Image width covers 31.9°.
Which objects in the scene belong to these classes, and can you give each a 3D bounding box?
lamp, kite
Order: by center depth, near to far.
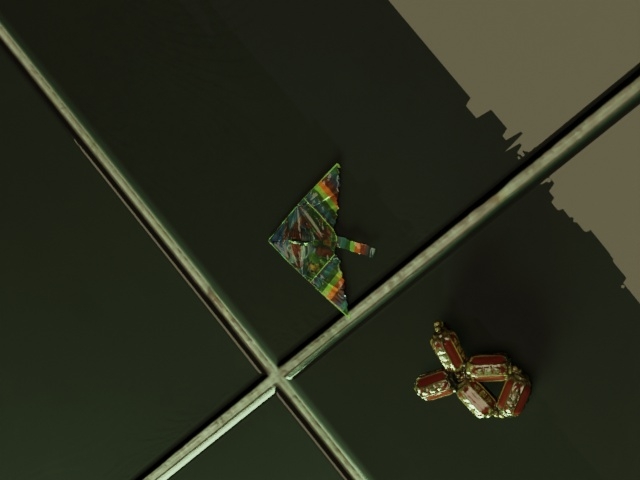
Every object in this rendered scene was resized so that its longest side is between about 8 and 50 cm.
[{"bbox_3d":[0.115,0.099,0.825,0.083,0.031,0.063,20,112,13],"label":"lamp"},{"bbox_3d":[0.000,0.000,0.860,0.090,0.004,0.122,7,106,22],"label":"kite"}]
